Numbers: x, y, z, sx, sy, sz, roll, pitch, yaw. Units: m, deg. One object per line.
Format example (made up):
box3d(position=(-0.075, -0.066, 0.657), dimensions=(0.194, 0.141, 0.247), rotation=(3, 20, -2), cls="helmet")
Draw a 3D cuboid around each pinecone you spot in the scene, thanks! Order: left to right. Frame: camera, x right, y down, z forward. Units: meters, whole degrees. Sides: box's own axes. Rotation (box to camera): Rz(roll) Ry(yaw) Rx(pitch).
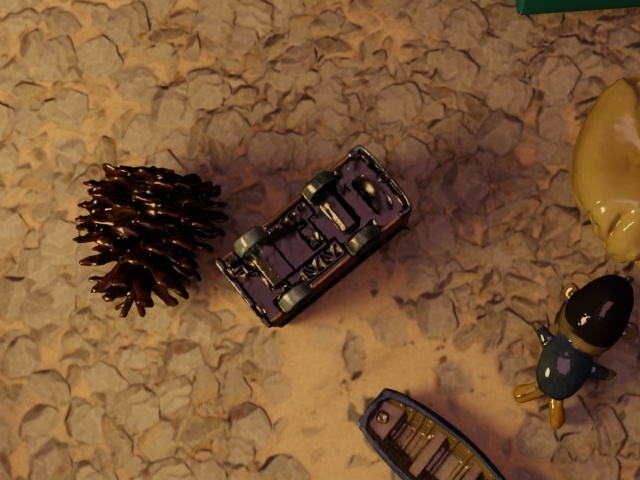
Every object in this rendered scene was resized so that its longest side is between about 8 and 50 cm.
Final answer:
box3d(position=(-0.187, 0.002, 1.189), dimensions=(0.163, 0.163, 0.165), rotation=(15, 94, 6), cls="pinecone")

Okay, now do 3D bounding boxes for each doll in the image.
box3d(position=(0.276, 0.109, 1.184), dimensions=(0.102, 0.089, 0.179), rotation=(36, 107, 9), cls="doll")

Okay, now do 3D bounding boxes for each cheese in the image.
box3d(position=(0.380, -0.080, 1.197), dimensions=(0.214, 0.117, 0.226), rotation=(-1, 75, 7), cls="cheese")

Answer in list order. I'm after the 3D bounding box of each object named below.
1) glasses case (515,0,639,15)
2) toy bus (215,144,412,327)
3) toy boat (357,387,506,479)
box3d(position=(0.372, -0.320, 1.262), dimensions=(0.301, 0.070, 0.117), rotation=(-3, 74, 4), cls="glasses case")
box3d(position=(0.000, 0.000, 1.197), dimensions=(0.201, 0.114, 0.098), rotation=(-40, 80, 1), cls="toy bus")
box3d(position=(0.141, 0.248, 1.180), dimensions=(0.229, 0.046, 0.080), rotation=(38, 83, 8), cls="toy boat")
